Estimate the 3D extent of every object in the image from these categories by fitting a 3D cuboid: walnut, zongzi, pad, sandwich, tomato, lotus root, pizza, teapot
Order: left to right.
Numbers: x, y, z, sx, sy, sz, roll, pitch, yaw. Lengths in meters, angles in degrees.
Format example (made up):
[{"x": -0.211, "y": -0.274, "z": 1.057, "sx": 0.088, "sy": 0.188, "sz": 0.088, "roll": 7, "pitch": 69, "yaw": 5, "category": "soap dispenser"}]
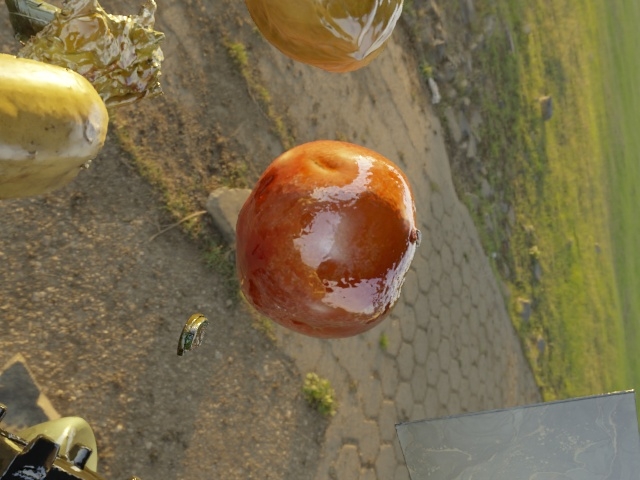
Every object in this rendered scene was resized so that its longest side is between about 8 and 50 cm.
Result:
[{"x": -0.354, "y": -0.117, "z": 0.567, "sx": 0.146, "sy": 0.160, "sz": 0.284, "roll": 48, "pitch": 28, "yaw": 23, "category": "lotus root"}, {"x": -0.692, "y": 0.573, "z": 1.263, "sx": 0.223, "sy": 0.285, "sz": 0.305, "roll": 89, "pitch": -4, "yaw": -69, "category": "teapot"}, {"x": -0.522, "y": -0.450, "z": 1.034, "sx": 0.062, "sy": 0.154, "sz": 0.130, "roll": -60, "pitch": 145, "yaw": -67, "category": "zongzi"}, {"x": -0.351, "y": -0.290, "z": 0.900, "sx": 0.089, "sy": 0.223, "sz": 0.323, "roll": 50, "pitch": 31, "yaw": 9, "category": "pizza"}, {"x": -0.236, "y": 0.175, "z": 1.031, "sx": 0.101, "sy": 0.026, "sz": 0.069, "roll": -22, "pitch": 123, "yaw": -81, "category": "sandwich"}, {"x": -0.001, "y": -0.262, "z": 0.547, "sx": 0.159, "sy": 0.159, "sz": 0.206, "roll": -1, "pitch": 61, "yaw": -56, "category": "walnut"}, {"x": 0.000, "y": -0.004, "z": 0.621, "sx": 0.188, "sy": 0.232, "sz": 0.232, "roll": 10, "pitch": 73, "yaw": -18, "category": "tomato"}, {"x": 0.325, "y": 0.367, "z": 0.896, "sx": 0.007, "sy": 0.367, "sz": 0.247, "roll": -73, "pitch": 148, "yaw": -64, "category": "pad"}]

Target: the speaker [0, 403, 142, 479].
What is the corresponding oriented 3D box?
[{"x": -0.404, "y": 0.387, "z": 0.726, "sx": 0.254, "sy": 0.184, "sz": 0.232, "roll": -60, "pitch": 137, "yaw": -24, "category": "speaker"}]
